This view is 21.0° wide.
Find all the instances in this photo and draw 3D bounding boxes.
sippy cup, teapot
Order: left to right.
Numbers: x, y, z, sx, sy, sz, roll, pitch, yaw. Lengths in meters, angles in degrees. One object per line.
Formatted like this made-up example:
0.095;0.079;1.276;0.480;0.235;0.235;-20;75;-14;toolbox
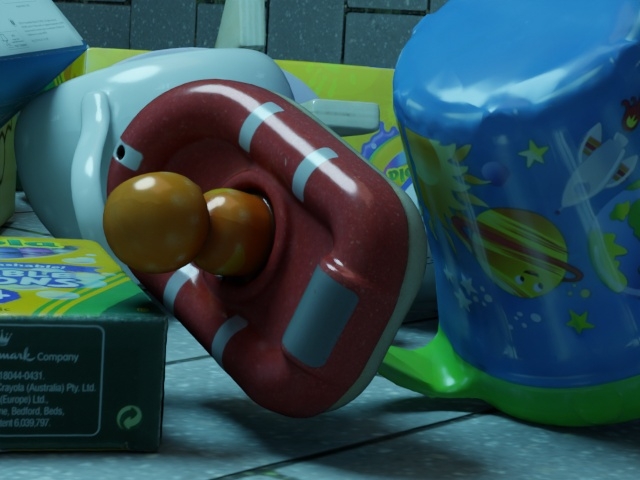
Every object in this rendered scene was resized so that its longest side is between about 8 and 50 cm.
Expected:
-0.123;-0.039;1.409;0.256;0.187;0.252;-10;-7;-29;teapot
0.155;-0.042;1.074;0.240;0.224;0.305;8;47;42;sippy cup

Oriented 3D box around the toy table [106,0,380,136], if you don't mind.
-0.093;-0.110;1.655;0.274;0.252;0.161;-11;-4;-23;toy table

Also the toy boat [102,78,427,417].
-0.059;-0.006;0.992;0.151;0.151;0.231;12;20;-42;toy boat

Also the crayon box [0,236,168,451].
-0.224;0.052;1.074;0.203;0.083;0.323;1;7;-16;crayon box

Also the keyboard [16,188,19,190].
-0.378;-0.085;2.181;0.100;0.038;0.192;10;11;39;keyboard

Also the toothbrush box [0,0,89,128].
-0.357;-0.097;1.334;0.295;0.126;0.216;-40;-4;20;toothbrush box

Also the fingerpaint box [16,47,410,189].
-0.092;-0.123;1.960;0.444;0.163;0.371;2;2;-19;fingerpaint box

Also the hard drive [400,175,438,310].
0.159;-0.033;1.341;0.210;0.040;0.319;0;-28;-26;hard drive

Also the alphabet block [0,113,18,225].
-0.413;-0.104;1.746;0.193;0.192;0.197;1;7;-3;alphabet block
